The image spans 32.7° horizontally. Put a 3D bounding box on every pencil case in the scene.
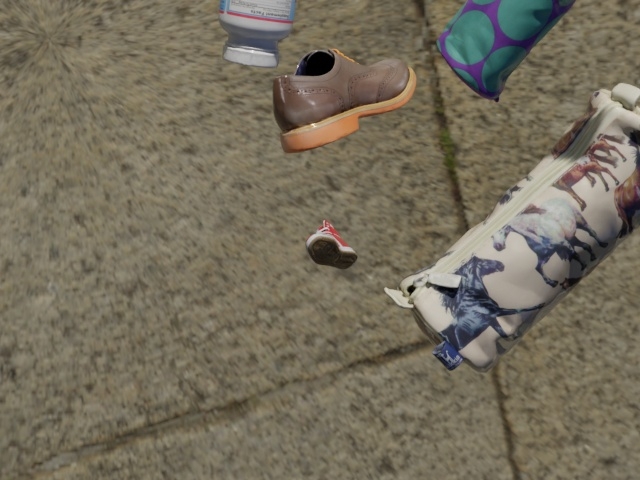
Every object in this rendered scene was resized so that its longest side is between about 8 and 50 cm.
[{"bbox_3d":[0.282,-0.013,1.396,0.410,0.160,0.183,-45,140,11],"label":"pencil case"},{"bbox_3d":[0.150,-0.172,0.767,0.070,0.064,0.152,26,114,-40],"label":"pencil case"}]

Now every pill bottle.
[{"bbox_3d":[-0.069,-0.281,1.240,0.087,0.087,0.160,5,105,-15],"label":"pill bottle"}]

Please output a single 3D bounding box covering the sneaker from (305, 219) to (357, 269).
[{"bbox_3d":[0.000,0.000,1.491,0.042,0.067,0.118,-47,150,10],"label":"sneaker"}]

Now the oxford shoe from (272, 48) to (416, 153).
[{"bbox_3d":[0.046,-0.256,1.764,0.130,0.363,0.133,-9,106,33],"label":"oxford shoe"}]
